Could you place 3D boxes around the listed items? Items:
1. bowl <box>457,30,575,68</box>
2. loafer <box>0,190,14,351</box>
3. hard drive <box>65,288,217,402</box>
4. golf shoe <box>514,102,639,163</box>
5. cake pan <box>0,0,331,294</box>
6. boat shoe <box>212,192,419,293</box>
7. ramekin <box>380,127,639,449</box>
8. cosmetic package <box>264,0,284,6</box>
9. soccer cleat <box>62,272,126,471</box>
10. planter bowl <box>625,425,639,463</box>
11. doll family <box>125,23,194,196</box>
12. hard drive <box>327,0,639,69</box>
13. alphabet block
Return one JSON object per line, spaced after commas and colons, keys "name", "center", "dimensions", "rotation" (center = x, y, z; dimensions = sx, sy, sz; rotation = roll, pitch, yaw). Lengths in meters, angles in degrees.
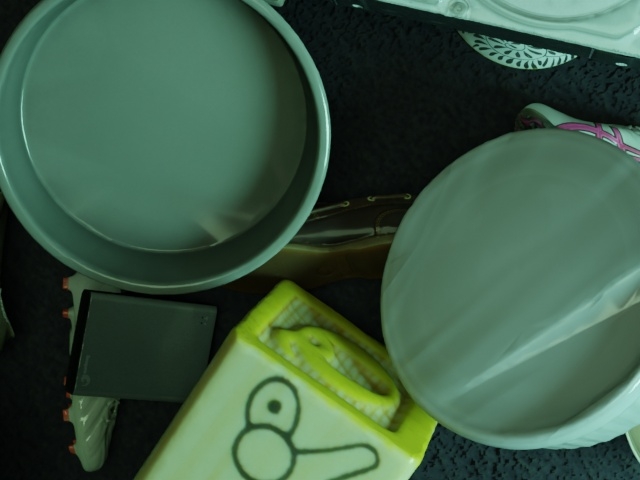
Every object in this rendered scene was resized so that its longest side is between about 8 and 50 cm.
{"name": "bowl", "center": [0.192, -0.243, 1.358], "dimensions": [0.170, 0.080, 0.170], "rotation": [0, 91, 4]}
{"name": "loafer", "center": [-0.320, -0.013, 1.396], "dimensions": [0.087, 0.094, 0.251], "rotation": [-20, 105, -28]}
{"name": "hard drive", "center": [-0.163, 0.098, 1.384], "dimensions": [0.135, 0.022, 0.094], "rotation": [9, 93, -36]}
{"name": "golf shoe", "center": [0.264, -0.073, 1.373], "dimensions": [0.186, 0.067, 0.086], "rotation": [34, 61, 8]}
{"name": "cake pan", "center": [-0.137, -0.097, 1.303], "dimensions": [0.293, 0.054, 0.293], "rotation": [0, 110, 1]}
{"name": "boat shoe", "center": [0.000, 0.000, 1.391], "dimensions": [0.207, 0.073, 0.073], "rotation": [-5, 54, 1]}
{"name": "ramekin", "center": [0.195, 0.053, 1.280], "dimensions": [0.273, 0.127, 0.273], "rotation": [-13, 64, 28]}
{"name": "cosmetic package", "center": [-0.078, -0.300, 1.264], "dimensions": [0.113, 0.309, 0.160], "rotation": [16, 94, 5]}
{"name": "soccer cleat", "center": [-0.200, 0.117, 1.408], "dimensions": [0.076, 0.068, 0.196], "rotation": [-1, 91, -4]}
{"name": "planter bowl", "center": [0.343, 0.142, 1.342], "dimensions": [0.162, 0.109, 0.162], "rotation": [0, 92, 5]}
{"name": "doll family", "center": [-0.120, -0.134, 1.366], "dimensions": [0.263, 0.118, 0.163], "rotation": [38, 96, 1]}
{"name": "hard drive", "center": [0.156, -0.293, 1.291], "dimensions": [0.339, 0.064, 0.237], "rotation": [14, 88, 8]}
{"name": "alphabet block", "center": [-0.028, 0.180, 1.314], "dimensions": [0.192, 0.193, 0.197], "rotation": [35, 107, 1]}
